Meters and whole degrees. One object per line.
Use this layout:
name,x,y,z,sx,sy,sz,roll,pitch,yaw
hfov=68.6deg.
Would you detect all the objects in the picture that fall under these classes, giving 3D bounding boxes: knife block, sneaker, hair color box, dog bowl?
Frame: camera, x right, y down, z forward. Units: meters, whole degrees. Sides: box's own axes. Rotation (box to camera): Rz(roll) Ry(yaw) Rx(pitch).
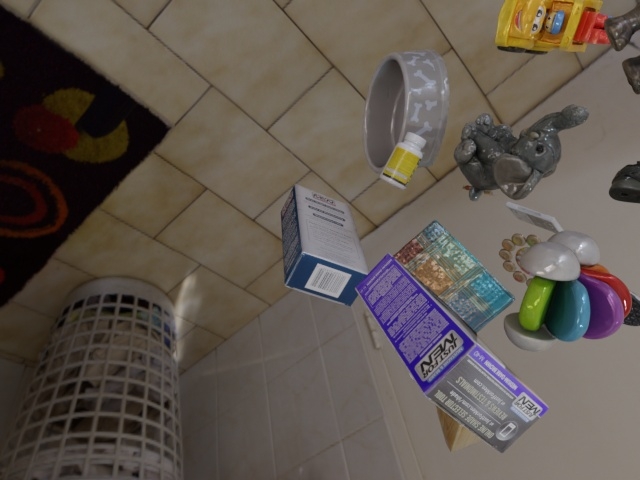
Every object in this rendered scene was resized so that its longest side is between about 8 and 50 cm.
knife block,0.349,0.411,1.111,0.088,0.242,0.276,-17,95,-5
sneaker,0.712,0.111,1.173,0.097,0.234,0.084,-29,150,-41
sneaker,0.914,-0.152,1.256,0.227,0.130,0.087,17,155,29
hair color box,0.197,0.166,0.792,0.185,0.339,0.110,40,98,-22
dog bowl,0.207,-0.327,1.233,0.102,0.349,0.349,1,130,-15
hair color box,0.000,0.000,1.184,0.173,0.347,0.105,20,118,-17

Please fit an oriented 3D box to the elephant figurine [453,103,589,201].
elephant figurine,0.405,-0.165,0.949,0.186,0.239,0.169,31,86,-43

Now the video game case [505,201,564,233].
video game case,0.779,-0.080,1.701,0.190,0.173,0.022,22,96,-51

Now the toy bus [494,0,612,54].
toy bus,0.525,-0.476,1.031,0.220,0.211,0.150,-18,129,-38

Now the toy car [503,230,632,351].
toy car,0.355,0.082,0.662,0.182,0.136,0.159,-16,121,-42

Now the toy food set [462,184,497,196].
toy food set,0.466,-0.153,1.392,0.077,0.122,0.019,7,103,-21

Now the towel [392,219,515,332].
towel,0.410,0.144,1.548,0.271,0.370,0.040,-41,163,-2

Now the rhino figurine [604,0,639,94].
rhino figurine,0.302,-0.076,0.314,0.106,0.243,0.073,-29,167,32

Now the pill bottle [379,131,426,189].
pill bottle,0.183,-0.175,1.029,0.065,0.065,0.116,22,100,-29

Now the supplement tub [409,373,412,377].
supplement tub,0.278,0.336,1.291,0.070,0.107,0.071,2,100,12

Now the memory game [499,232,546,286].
memory game,0.542,0.059,1.197,0.012,0.186,0.186,-41,139,-27
